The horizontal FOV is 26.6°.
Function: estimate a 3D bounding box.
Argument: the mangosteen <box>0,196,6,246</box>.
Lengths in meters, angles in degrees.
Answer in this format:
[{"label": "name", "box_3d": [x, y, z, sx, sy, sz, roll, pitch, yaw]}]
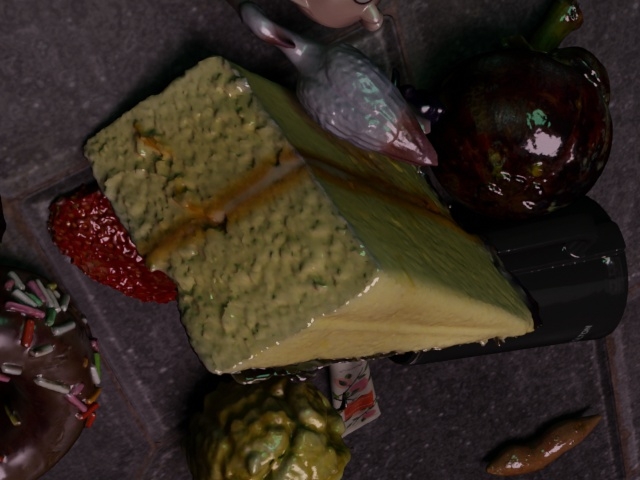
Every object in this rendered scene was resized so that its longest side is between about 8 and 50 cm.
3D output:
[{"label": "mangosteen", "box_3d": [-0.415, -0.024, 1.388, 0.184, 0.172, 0.172, 11, 121, -15]}]

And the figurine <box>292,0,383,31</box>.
[{"label": "figurine", "box_3d": [0.019, -0.291, 1.447, 0.138, 0.125, 0.125, 27, 109, -41]}]

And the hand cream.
[{"label": "hand cream", "box_3d": [0.043, 0.208, 1.942, 0.080, 0.050, 0.234, -28, 142, -14]}]

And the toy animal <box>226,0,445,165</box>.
[{"label": "toy animal", "box_3d": [0.018, -0.171, 1.481, 0.324, 0.195, 0.090, 26, 109, -38]}]

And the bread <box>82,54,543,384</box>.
[{"label": "bread", "box_3d": [0.000, 0.000, 1.546, 0.242, 0.345, 0.405, -39, 149, 22]}]

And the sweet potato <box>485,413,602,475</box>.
[{"label": "sweet potato", "box_3d": [0.371, 0.343, 2.242, 0.218, 0.051, 0.065, -23, 132, -13]}]

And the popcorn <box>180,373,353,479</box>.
[{"label": "popcorn", "box_3d": [-0.062, 0.290, 1.820, 0.225, 0.249, 0.249, -20, 135, -35]}]

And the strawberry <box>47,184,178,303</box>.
[{"label": "strawberry", "box_3d": [-0.216, 0.018, 1.591, 0.208, 0.087, 0.167, 0, 127, -29]}]

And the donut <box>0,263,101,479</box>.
[{"label": "donut", "box_3d": [-0.387, 0.157, 1.573, 0.259, 0.136, 0.345, -38, 137, 6]}]

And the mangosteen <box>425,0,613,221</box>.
[{"label": "mangosteen", "box_3d": [0.253, -0.164, 1.664, 0.231, 0.231, 0.289, 48, 56, -46]}]

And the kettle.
[{"label": "kettle", "box_3d": [0.240, 0.060, 1.788, 0.308, 0.262, 0.203, -9, 99, -22]}]
